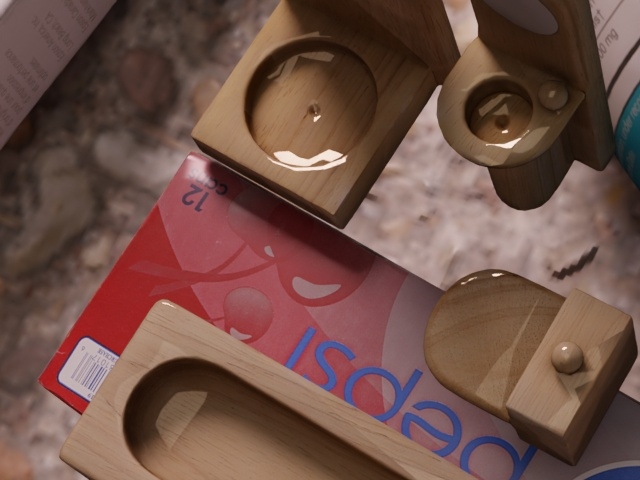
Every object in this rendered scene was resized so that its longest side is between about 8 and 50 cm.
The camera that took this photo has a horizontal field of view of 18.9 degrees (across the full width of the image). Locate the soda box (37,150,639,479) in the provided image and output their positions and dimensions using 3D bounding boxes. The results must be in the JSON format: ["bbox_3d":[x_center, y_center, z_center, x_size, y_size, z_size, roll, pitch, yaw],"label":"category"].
[{"bbox_3d":[0.056,0.080,0.535,0.263,0.092,0.083,30,80,20],"label":"soda box"}]

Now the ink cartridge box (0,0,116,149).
[{"bbox_3d":[-0.163,-0.102,0.641,0.175,0.069,0.371,33,78,19],"label":"ink cartridge box"}]

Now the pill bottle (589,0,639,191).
[{"bbox_3d":[0.139,-0.068,0.527,0.146,0.146,0.264,-33,70,4],"label":"pill bottle"}]

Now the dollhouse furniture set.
[{"bbox_3d":[0.000,0.000,0.457,0.144,0.123,0.151,29,79,20],"label":"dollhouse furniture set"}]
